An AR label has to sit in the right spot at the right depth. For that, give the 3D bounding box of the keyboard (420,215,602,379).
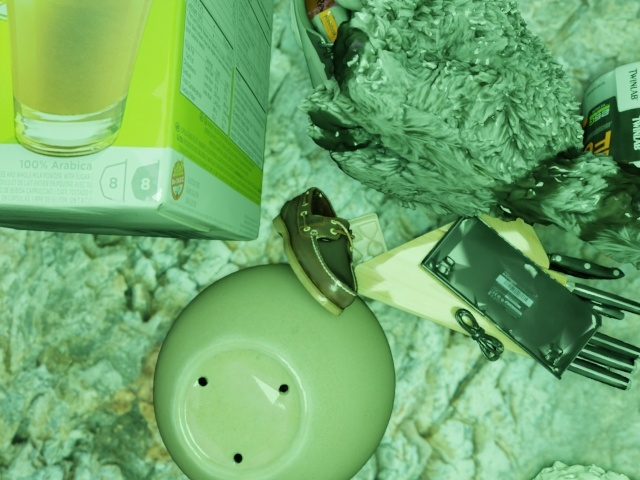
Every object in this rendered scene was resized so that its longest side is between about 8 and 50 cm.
[{"bbox_3d":[0.186,0.065,0.635,0.180,0.023,0.108,40,84,6],"label":"keyboard"}]

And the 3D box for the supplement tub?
[{"bbox_3d":[0.336,-0.079,0.645,0.117,0.117,0.190,6,67,8],"label":"supplement tub"}]

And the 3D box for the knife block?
[{"bbox_3d":[0.198,0.085,0.687,0.276,0.088,0.242,-25,84,2],"label":"knife block"}]

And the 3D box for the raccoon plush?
[{"bbox_3d":[0.193,-0.168,0.603,0.447,0.216,0.299,27,75,-2],"label":"raccoon plush"}]

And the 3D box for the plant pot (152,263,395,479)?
[{"bbox_3d":[-0.062,0.162,0.666,0.284,0.191,0.284,-1,85,7],"label":"plant pot"}]

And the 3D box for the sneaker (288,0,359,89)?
[{"bbox_3d":[0.025,-0.201,0.722,0.100,0.108,0.271,-22,85,3],"label":"sneaker"}]

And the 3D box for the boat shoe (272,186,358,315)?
[{"bbox_3d":[0.000,0.000,0.673,0.073,0.207,0.073,-42,123,8],"label":"boat shoe"}]

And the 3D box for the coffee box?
[{"bbox_3d":[-0.249,-0.181,0.638,0.338,0.338,0.334,3,86,7],"label":"coffee box"}]

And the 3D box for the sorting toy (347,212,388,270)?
[{"bbox_3d":[0.037,0.007,0.753,0.083,0.012,0.062,-17,89,2],"label":"sorting toy"}]

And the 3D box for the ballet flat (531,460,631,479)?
[{"bbox_3d":[0.410,0.347,0.624,0.409,0.147,0.146,14,88,7],"label":"ballet flat"}]
